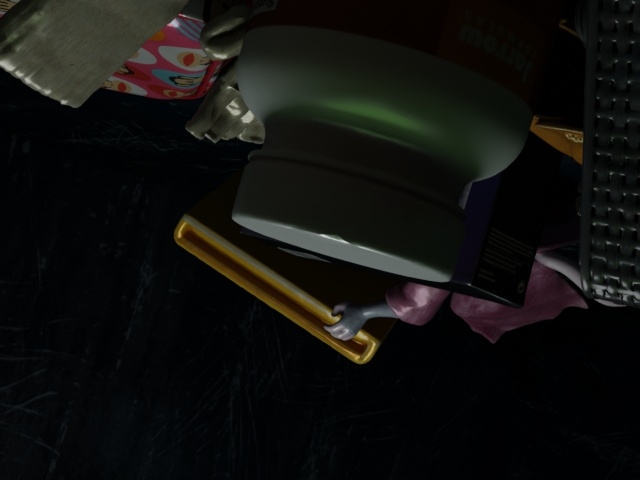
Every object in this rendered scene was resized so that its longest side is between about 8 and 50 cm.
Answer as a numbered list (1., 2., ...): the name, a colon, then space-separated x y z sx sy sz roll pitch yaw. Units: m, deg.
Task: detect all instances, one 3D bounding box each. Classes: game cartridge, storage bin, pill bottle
1. game cartridge: 0.000 0.000 1.437 0.285 0.052 0.323 34 -151 6
2. storage bin: 0.179 -0.063 0.492 0.084 0.180 0.122 13 -150 32
3. pill bottle: 0.037 -0.099 0.443 0.121 0.216 0.121 15 176 1

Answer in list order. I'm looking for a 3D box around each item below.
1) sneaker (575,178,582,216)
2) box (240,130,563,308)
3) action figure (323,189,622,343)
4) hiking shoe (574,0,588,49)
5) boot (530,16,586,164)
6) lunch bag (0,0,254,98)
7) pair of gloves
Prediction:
1. sneaker: 0.345 -0.043 1.043 0.087 0.083 0.221 3 -173 -28
2. box: 0.073 -0.060 0.992 0.261 0.184 0.103 12 172 39
3. action figure: 0.179 0.021 1.222 0.276 0.248 0.370 11 176 38
4. hiking shoe: 0.249 -0.092 0.623 0.227 0.086 0.114 15 172 1
5. boot: 0.238 -0.058 0.711 0.295 0.104 0.211 29 -169 23
6. lunch bag: -0.148 -0.175 0.760 0.258 0.120 0.293 16 175 -13
7. pair of gloves: -0.040 -0.139 0.600 0.240 0.204 0.042 17 -144 -51
